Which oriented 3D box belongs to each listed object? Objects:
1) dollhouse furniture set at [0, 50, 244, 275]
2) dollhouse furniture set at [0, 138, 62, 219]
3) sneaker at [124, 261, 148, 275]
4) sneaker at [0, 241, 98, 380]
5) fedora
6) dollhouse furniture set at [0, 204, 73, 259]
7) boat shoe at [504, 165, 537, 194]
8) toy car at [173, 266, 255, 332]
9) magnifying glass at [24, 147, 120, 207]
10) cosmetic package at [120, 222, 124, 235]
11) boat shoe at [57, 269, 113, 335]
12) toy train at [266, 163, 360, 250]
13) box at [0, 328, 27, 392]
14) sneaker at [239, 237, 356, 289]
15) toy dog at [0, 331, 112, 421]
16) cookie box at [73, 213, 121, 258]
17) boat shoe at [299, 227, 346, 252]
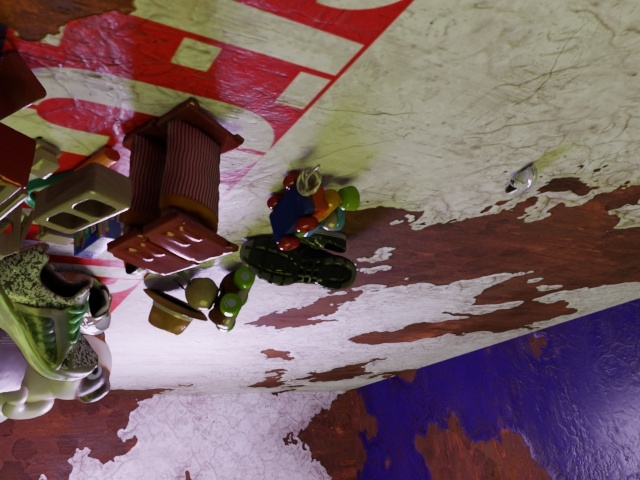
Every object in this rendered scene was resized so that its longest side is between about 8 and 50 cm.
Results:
[{"bbox_3d":[-0.277,-0.113,0.792,0.152,0.201,0.374,-19,149,29],"label":"dollhouse furniture set"},{"bbox_3d":[-0.617,-0.117,0.861,0.355,0.174,0.303,-36,153,8],"label":"dollhouse furniture set"},{"bbox_3d":[-0.283,0.007,1.241,0.262,0.099,0.121,-16,165,42],"label":"sneaker"},{"bbox_3d":[-0.549,0.154,1.301,0.182,0.158,0.410,-20,138,-1],"label":"sneaker"},{"bbox_3d":[-0.378,0.188,1.563,0.194,0.079,0.194,25,175,2],"label":"fedora"},{"bbox_3d":[-0.571,0.017,1.146,0.181,0.101,0.161,-24,153,38],"label":"dollhouse furniture set"},{"bbox_3d":[0.384,-0.114,1.194,0.035,0.035,0.100,-6,165,-9],"label":"boat shoe"},{"bbox_3d":[-0.273,0.119,1.517,0.188,0.149,0.155,25,150,-2],"label":"toy car"},{"bbox_3d":[-0.405,-0.096,1.014,0.231,0.026,0.092,-24,153,35],"label":"magnifying glass"},{"bbox_3d":[-0.406,-0.013,1.202,0.115,0.041,0.060,-13,157,16],"label":"cosmetic package"},{"bbox_3d":[-0.560,0.159,1.495,0.103,0.113,0.302,-2,158,3],"label":"boat shoe"},{"bbox_3d":[0.010,-0.073,1.107,0.143,0.105,0.248,-7,161,-28],"label":"toy train"},{"bbox_3d":[-0.752,0.218,1.371,0.168,0.203,0.167,13,172,5],"label":"box"},{"bbox_3d":[-0.055,0.055,1.400,0.267,0.101,0.106,15,-175,-14],"label":"sneaker"},{"bbox_3d":[-0.806,0.387,1.782,0.407,0.285,0.395,-12,158,9],"label":"toy dog"},{"bbox_3d":[-0.398,-0.028,1.097,0.040,0.092,0.107,11,152,-44],"label":"cookie box"},{"bbox_3d":[0.000,0.000,1.355,0.142,0.040,0.049,8,155,-33],"label":"boat shoe"}]
